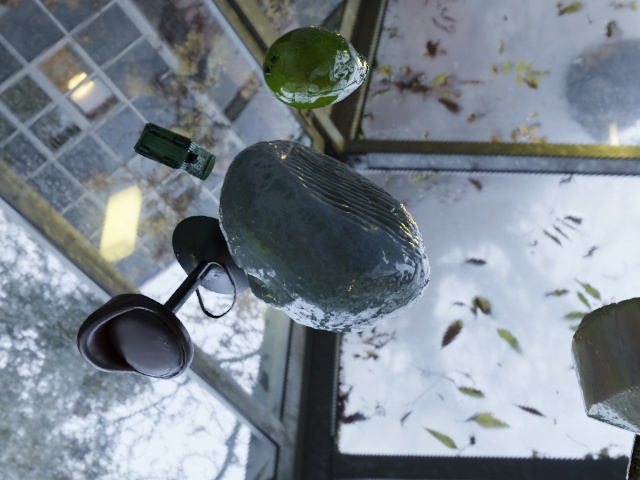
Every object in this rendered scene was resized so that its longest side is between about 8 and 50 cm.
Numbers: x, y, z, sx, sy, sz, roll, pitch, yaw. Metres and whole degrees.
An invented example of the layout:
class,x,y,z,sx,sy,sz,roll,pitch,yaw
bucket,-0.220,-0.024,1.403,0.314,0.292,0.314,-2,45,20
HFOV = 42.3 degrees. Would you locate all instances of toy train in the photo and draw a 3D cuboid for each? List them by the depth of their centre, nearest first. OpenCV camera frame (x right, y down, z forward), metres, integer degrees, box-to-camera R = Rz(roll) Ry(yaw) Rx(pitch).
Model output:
class,x,y,z,sx,sy,sz,roll,pitch,yaw
toy train,-0.160,-0.096,0.914,0.093,0.056,0.038,24,-93,39

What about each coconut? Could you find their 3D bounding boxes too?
class,x,y,z,sx,sy,sz,roll,pitch,yaw
coconut,0.303,0.125,0.784,0.116,0.116,0.122,-20,-120,22

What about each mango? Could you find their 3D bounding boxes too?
class,x,y,z,sx,sy,sz,roll,pitch,yaw
mango,0.003,-0.180,0.888,0.091,0.165,0.074,-36,-105,32

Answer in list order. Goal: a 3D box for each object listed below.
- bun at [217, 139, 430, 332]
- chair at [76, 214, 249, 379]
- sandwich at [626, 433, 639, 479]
class,x,y,z,sx,sy,sz,roll,pitch,yaw
bun,0.000,0.000,1.248,0.211,0.362,0.362,-58,-146,22
chair,-0.319,0.138,1.784,0.226,0.227,0.401,-10,-153,31
sandwich,0.475,0.279,1.140,0.096,0.258,0.094,8,-151,15
